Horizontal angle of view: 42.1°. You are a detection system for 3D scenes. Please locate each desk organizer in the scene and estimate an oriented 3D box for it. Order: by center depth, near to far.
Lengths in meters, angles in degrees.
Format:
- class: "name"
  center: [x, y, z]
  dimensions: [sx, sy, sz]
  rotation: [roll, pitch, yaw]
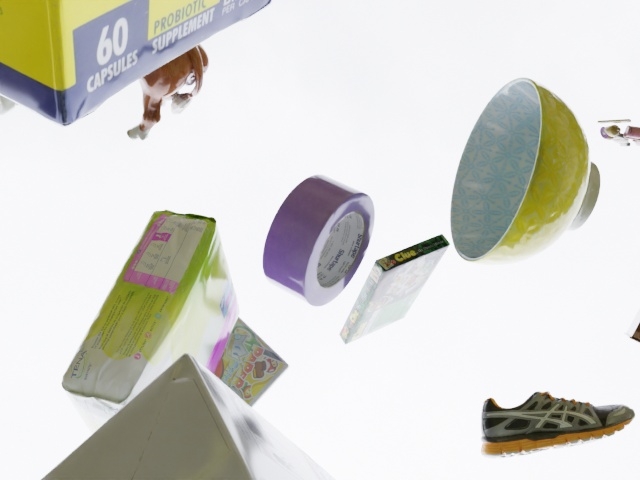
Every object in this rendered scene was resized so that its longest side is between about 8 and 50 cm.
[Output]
- class: "desk organizer"
  center: [0.402, 0.104, 1.002]
  dimensions: [0.047, 0.130, 0.050]
  rotation: [28, -85, 17]

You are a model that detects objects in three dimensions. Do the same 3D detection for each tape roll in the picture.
- class: "tape roll"
  center: [0.000, 0.000, 1.263]
  dimensions: [0.080, 0.189, 0.189]
  rotation: [26, -132, 25]

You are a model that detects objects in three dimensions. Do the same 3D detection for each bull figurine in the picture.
- class: "bull figurine"
  center: [-0.255, -0.284, 1.069]
  dimensions: [0.101, 0.188, 0.310]
  rotation: [-22, -113, -37]

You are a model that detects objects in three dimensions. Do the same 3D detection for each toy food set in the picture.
- class: "toy food set"
  center: [0.515, -0.174, 1.394]
  dimensions: [0.122, 0.078, 0.019]
  rotation: [18, -101, -45]

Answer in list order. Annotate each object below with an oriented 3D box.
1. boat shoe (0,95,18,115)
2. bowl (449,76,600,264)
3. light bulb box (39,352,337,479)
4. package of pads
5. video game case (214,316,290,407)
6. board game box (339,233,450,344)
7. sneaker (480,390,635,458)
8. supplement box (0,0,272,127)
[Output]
- class: "boat shoe"
  center: [-0.304, -0.239, 0.781]
  dimensions: [0.095, 0.254, 0.079]
  rotation: [29, -132, 34]
- class: "bowl"
  center: [0.331, -0.089, 1.276]
  dimensions: [0.156, 0.289, 0.289]
  rotation: [15, -125, -12]
- class: "light bulb box"
  center: [-0.128, 0.375, 0.839]
  dimensions: [0.358, 0.361, 0.225]
  rotation: [-41, -143, 0]
- class: "package of pads"
  center: [-0.208, 0.131, 1.097]
  dimensions: [0.101, 0.229, 0.296]
  rotation: [11, -127, 14]
- class: "video game case"
  center: [-0.198, 0.211, 1.312]
  dimensions: [0.206, 0.026, 0.227]
  rotation: [42, -95, 13]
- class: "board game box"
  center: [0.121, 0.088, 1.421]
  dimensions: [0.136, 0.259, 0.030]
  rotation: [-23, -115, -27]
- class: "sneaker"
  center: [0.322, 0.245, 1.144]
  dimensions: [0.215, 0.084, 0.083]
  rotation: [-9, -111, 1]
- class: "supplement box"
  center: [-0.132, -0.271, 0.386]
  dimensions: [0.195, 0.356, 0.194]
  rotation: [28, -135, 18]
